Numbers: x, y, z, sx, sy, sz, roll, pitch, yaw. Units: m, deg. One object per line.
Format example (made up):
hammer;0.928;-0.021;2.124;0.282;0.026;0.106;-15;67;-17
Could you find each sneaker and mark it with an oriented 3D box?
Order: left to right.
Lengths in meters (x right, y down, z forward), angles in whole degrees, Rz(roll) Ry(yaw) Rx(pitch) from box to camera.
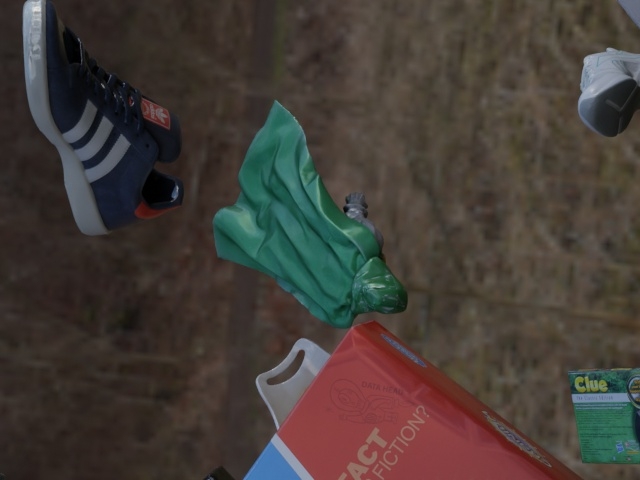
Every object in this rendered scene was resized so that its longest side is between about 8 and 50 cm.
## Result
sneaker;-0.244;-0.151;2.060;0.350;0.148;0.131;75;-173;-51
sneaker;0.239;-0.126;1.485;0.152;0.061;0.053;-29;-42;-57

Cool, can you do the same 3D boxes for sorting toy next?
sorting toy;-0.007;0.116;1.347;0.083;0.075;0.045;-41;-13;-8

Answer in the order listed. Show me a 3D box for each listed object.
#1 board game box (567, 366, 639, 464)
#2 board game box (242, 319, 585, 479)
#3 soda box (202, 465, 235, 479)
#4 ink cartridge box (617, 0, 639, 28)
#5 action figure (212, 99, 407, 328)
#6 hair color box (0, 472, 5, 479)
board game box;0.452;0.240;2.436;0.260;0.030;0.136;-6;96;50
board game box;0.084;0.241;1.142;0.242;0.316;0.064;-56;-12;9
soda box;-0.088;0.356;2.164;0.053;0.169;0.060;-44;-5;10
ink cartridge box;0.321;-0.302;1.337;0.296;0.261;0.066;-36;19;19
action figure;0.000;0.000;1.322;0.232;0.063;0.137;45;123;54
hair color box;-0.481;0.404;1.874;0.113;0.185;0.374;55;-134;-70
